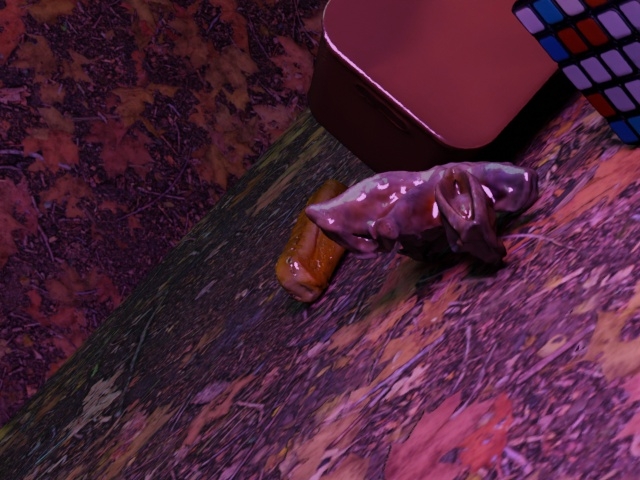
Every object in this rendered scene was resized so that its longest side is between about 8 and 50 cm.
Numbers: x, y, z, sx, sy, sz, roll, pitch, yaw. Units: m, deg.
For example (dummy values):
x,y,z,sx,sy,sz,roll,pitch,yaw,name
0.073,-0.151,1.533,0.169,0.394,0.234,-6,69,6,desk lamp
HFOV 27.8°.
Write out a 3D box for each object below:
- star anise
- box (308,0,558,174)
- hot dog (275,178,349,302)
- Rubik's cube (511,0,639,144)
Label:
x,y,z,sx,sy,sz,roll,pitch,yaw,name
0.116,-0.024,1.307,0.257,0.111,0.198,-7,8,45,star anise
0.163,-0.242,1.550,0.339,0.239,0.229,-47,-5,-19,box
-0.001,-0.001,1.736,0.068,0.083,0.289,-58,1,29,hot dog
0.317,-0.214,1.141,0.182,0.187,0.184,-46,9,-16,Rubik's cube
